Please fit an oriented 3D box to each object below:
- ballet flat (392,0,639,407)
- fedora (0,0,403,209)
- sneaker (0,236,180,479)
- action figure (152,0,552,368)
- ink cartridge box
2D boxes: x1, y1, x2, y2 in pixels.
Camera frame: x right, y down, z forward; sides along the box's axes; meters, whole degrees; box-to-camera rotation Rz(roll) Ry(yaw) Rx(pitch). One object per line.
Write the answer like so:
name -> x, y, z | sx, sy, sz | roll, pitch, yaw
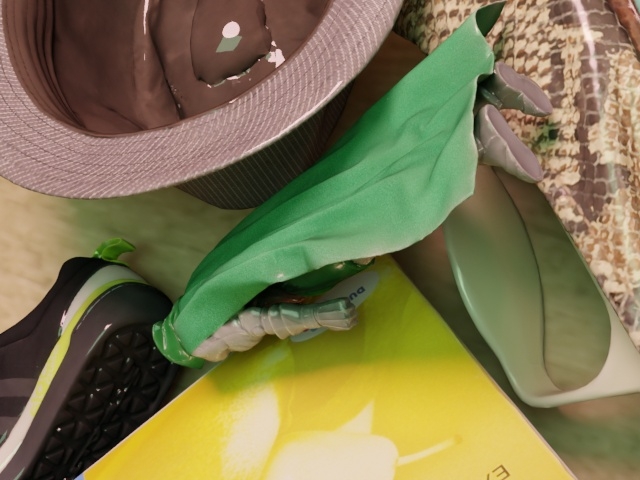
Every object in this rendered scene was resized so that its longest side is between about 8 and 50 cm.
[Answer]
ballet flat -> 0.169, 0.043, 0.563 | 0.182, 0.164, 0.482 | -41, 63, 29
fedora -> -0.058, -0.113, 0.653 | 0.244, 0.124, 0.275 | -23, 57, 9
sneaker -> -0.159, 0.106, 0.689 | 0.234, 0.084, 0.097 | -53, 45, 1
action figure -> 0.000, 0.000, 0.574 | 0.063, 0.137, 0.232 | 43, 128, -17
ink cartridge box -> -0.021, 0.181, 0.531 | 0.304, 0.072, 0.307 | -38, 35, 0
